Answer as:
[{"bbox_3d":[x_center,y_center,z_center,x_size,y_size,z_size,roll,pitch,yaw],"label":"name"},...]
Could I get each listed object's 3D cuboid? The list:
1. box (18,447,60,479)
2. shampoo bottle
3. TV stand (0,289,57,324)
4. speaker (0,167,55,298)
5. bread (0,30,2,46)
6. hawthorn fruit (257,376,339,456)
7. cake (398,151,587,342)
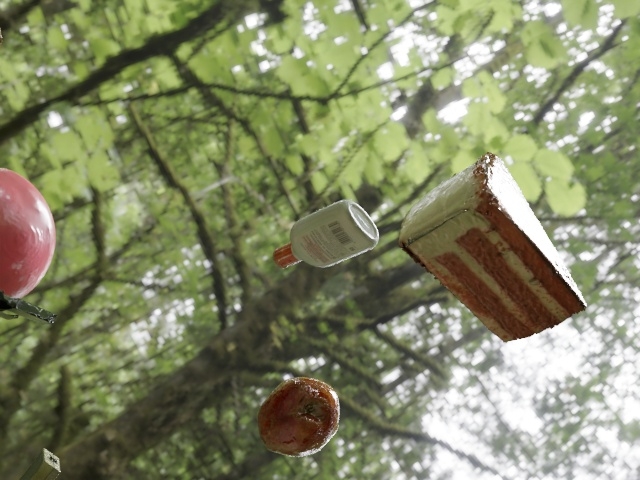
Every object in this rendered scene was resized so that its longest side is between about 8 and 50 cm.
[{"bbox_3d":[-0.473,0.397,1.859,0.035,0.083,0.079,39,-6,-16],"label":"box"},{"bbox_3d":[0.000,0.000,2.015,0.220,0.051,0.108,-24,-64,41],"label":"shampoo bottle"},{"bbox_3d":[-0.498,0.073,1.610,0.249,0.042,0.036,29,-28,-36],"label":"TV stand"},{"bbox_3d":[-0.673,-0.006,2.218,0.294,0.294,0.294,30,-46,36],"label":"speaker"},{"bbox_3d":[-0.511,-0.277,1.343,0.145,0.268,0.269,19,-53,39],"label":"bread"},{"bbox_3d":[-0.030,0.254,1.594,0.128,0.128,0.128,30,-46,36],"label":"hawthorn fruit"},{"bbox_3d":[0.241,0.007,1.571,0.158,0.160,0.262,-30,-57,26],"label":"cake"}]
